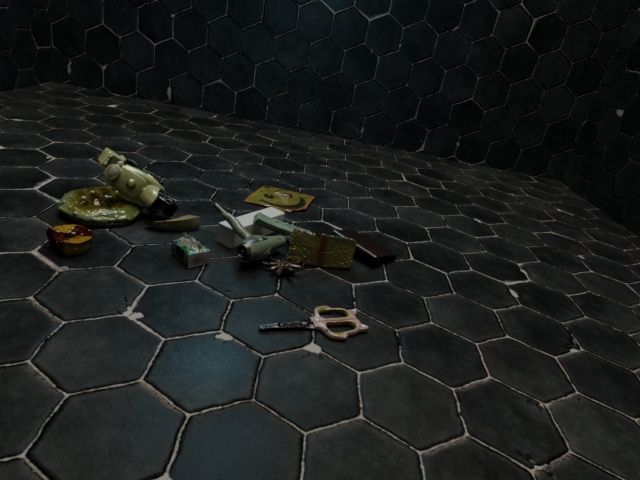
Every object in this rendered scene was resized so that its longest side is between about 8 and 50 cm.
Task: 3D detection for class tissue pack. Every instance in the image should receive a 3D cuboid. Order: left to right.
[{"bbox_3d":[-0.426,0.028,1.527,0.085,0.079,0.111,-15,36,-43],"label":"tissue pack"}]

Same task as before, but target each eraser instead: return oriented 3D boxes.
[{"bbox_3d":[-0.260,-0.054,1.778,0.076,0.078,0.298,25,27,27],"label":"eraser"}]

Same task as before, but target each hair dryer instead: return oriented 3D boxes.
[{"bbox_3d":[-0.236,-0.034,1.643,0.229,0.092,0.267,6,42,-48],"label":"hair dryer"}]

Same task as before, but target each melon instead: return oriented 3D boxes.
[{"bbox_3d":[-0.543,-0.066,1.712,0.098,0.054,0.182,25,27,39],"label":"melon"}]

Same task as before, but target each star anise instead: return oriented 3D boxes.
[{"bbox_3d":[-0.123,0.090,1.570,0.141,0.042,0.141,2,23,-1],"label":"star anise"}]

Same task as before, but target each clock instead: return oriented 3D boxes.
[{"bbox_3d":[-0.713,-0.226,1.792,0.276,0.120,0.379,35,-1,-39],"label":"clock"}]

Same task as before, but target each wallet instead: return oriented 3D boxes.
[{"bbox_3d":[0.173,0.021,1.827,0.229,0.049,0.182,30,16,33],"label":"wallet"}]

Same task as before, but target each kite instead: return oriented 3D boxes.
[{"bbox_3d":[-0.198,-0.205,2.201,0.378,0.013,0.327,-6,30,-29],"label":"kite"}]

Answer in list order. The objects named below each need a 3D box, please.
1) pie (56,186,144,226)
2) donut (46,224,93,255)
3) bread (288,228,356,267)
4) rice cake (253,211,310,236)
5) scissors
[{"bbox_3d":[-0.803,-0.131,1.714,0.307,0.071,0.306,10,26,-5],"label":"pie"},{"bbox_3d":[-0.786,-0.003,1.458,0.141,0.059,0.140,9,24,-4],"label":"donut"},{"bbox_3d":[0.000,0.000,1.706,0.240,0.135,0.178,8,25,-8],"label":"bread"},{"bbox_3d":[-0.143,-0.048,1.769,0.245,0.045,0.042,19,51,-32],"label":"rice cake"},{"bbox_3d":[-0.021,0.237,1.328,0.318,0.024,0.160,0,27,-23],"label":"scissors"}]
